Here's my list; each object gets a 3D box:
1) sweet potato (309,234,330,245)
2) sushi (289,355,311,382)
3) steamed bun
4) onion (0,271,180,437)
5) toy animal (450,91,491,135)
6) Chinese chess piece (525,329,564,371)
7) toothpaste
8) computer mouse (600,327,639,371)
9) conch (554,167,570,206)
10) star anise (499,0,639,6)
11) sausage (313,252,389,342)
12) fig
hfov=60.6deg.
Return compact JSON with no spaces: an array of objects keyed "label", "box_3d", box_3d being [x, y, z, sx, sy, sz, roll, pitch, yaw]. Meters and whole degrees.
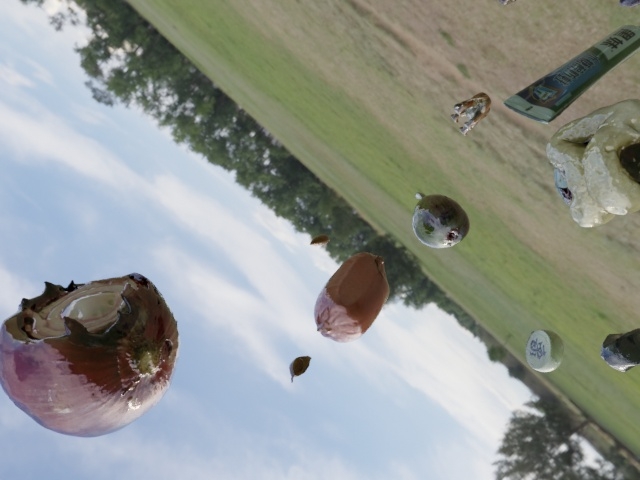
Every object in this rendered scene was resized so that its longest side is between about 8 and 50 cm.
[{"label":"sweet potato","box_3d":[0.000,0.000,1.740,0.034,0.034,0.095,44,-145,23]},{"label":"sushi","box_3d":[-0.062,0.366,1.595,0.050,0.099,0.047,45,145,11]},{"label":"steamed bun","box_3d":[0.425,-0.097,0.812,0.141,0.155,0.172,35,149,-24]},{"label":"onion","box_3d":[-0.436,0.227,1.095,0.341,0.341,0.341,41,-174,-5]},{"label":"toy animal","box_3d":[0.554,-0.472,1.966,0.097,0.157,0.312,47,-173,6]},{"label":"Chinese chess piece","box_3d":[0.760,0.375,1.863,0.059,0.144,0.144,13,-166,-13]},{"label":"toothpaste","box_3d":[0.514,-0.333,1.056,0.099,0.392,0.061,39,153,36]},{"label":"computer mouse","box_3d":[0.639,0.220,1.113,0.047,0.135,0.079,110,147,-72]},{"label":"conch","box_3d":[0.497,-0.099,1.011,0.135,0.102,0.153,18,-175,21]},{"label":"star anise","box_3d":[0.287,-0.297,0.546,0.089,0.232,0.209,59,-155,-57]},{"label":"sausage","box_3d":[0.072,0.130,1.220,0.148,0.148,0.254,42,-142,6]},{"label":"fig","box_3d":[0.295,-0.082,1.446,0.149,0.149,0.245,38,-162,-34]}]
